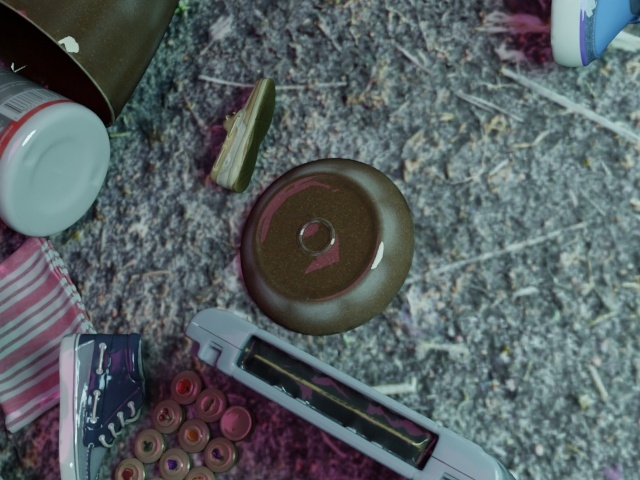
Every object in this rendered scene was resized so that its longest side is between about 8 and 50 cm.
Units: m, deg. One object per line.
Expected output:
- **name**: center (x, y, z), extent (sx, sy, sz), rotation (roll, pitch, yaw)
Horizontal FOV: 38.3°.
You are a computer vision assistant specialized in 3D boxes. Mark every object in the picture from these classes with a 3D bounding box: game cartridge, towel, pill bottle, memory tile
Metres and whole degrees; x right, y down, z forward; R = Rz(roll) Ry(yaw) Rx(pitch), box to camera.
- **game cartridge**: center (0.035, 0.159, 0.825), extent (0.297, 0.198, 0.062), rotation (25, 84, 23)
- **towel**: center (-0.340, 0.105, 1.066), extent (0.144, 0.029, 0.197), rotation (-36, 66, 7)
- **pill bottle**: center (-0.403, -0.130, 1.086), extent (0.283, 0.161, 0.161), rotation (26, 84, 25)
- **memory tile**: center (-0.144, 0.221, 0.971), extent (0.113, 0.012, 0.148), rotation (30, 85, 24)

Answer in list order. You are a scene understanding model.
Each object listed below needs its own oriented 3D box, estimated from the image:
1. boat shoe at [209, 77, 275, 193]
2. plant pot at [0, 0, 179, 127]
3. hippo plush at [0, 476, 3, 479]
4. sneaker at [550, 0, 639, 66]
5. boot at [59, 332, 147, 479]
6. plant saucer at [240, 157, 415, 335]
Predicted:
- **boat shoe**: center (-0.089, -0.122, 1.034), extent (0.045, 0.050, 0.135), rotation (16, 80, 17)
- **plant pot**: center (-0.258, -0.290, 1.075), extent (0.215, 0.215, 0.230), rotation (27, 71, 24)
- **hippo plush**: center (-0.417, 0.168, 0.987), extent (0.294, 0.234, 0.237), rotation (-9, 58, 60)
- **sneaker**: center (0.377, -0.294, 0.877), extent (0.236, 0.130, 0.323), rotation (18, 75, 27)
- **boot**: center (-0.230, 0.192, 0.983), extent (0.086, 0.069, 0.190), rotation (-3, 86, -4)
- **plant saucer**: center (0.000, 0.000, 0.975), extent (0.198, 0.036, 0.199), rotation (-5, 73, 17)
